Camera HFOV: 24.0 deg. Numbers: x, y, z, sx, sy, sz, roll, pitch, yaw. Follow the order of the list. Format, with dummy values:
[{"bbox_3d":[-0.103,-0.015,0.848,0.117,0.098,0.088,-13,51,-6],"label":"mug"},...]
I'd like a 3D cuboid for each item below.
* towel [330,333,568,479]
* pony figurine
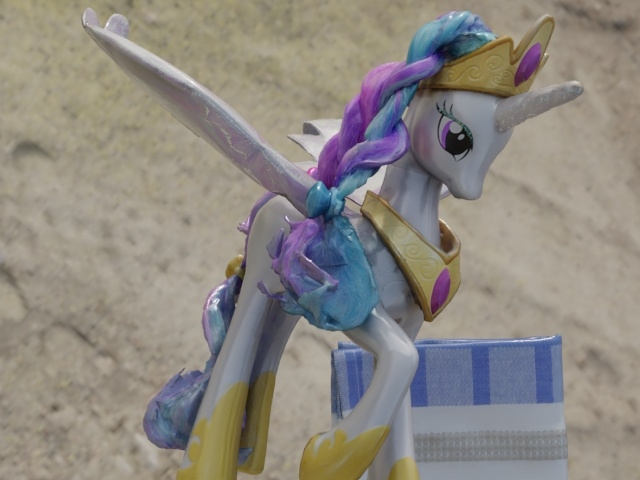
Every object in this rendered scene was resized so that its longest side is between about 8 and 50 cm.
[{"bbox_3d":[0.111,0.225,1.287,0.209,0.034,0.285,-1,90,-3],"label":"towel"},{"bbox_3d":[0.000,0.000,1.027,0.303,0.363,0.351,12,8,-42],"label":"pony figurine"}]
